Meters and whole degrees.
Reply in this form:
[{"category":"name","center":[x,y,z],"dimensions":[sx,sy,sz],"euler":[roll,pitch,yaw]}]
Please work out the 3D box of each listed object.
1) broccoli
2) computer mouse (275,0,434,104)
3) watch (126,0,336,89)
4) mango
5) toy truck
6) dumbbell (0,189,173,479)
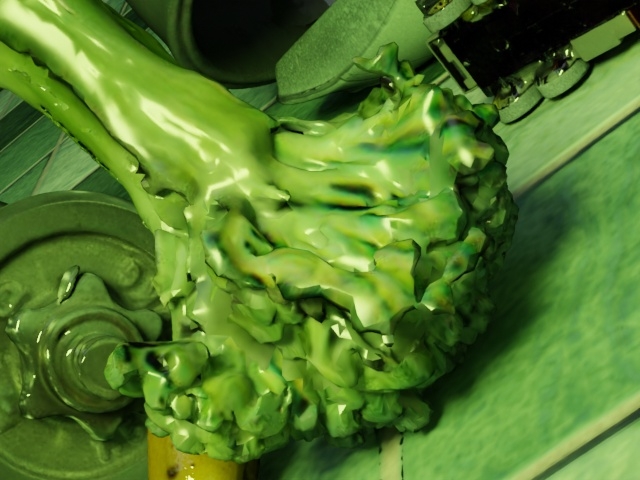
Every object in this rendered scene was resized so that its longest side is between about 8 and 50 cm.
[{"category":"broccoli","center":[-0.056,-0.003,0.724],"dimensions":[0.177,0.275,0.198],"euler":[120,169,-70]},{"category":"computer mouse","center":[0.045,-0.144,1.141],"dimensions":[0.113,0.068,0.229],"euler":[-31,-5,-38]},{"category":"watch","center":[-0.007,-0.277,1.232],"dimensions":[0.335,0.314,0.327],"euler":[-7,-38,-54]},{"category":"mango","center":[-0.057,0.105,0.776],"dimensions":[0.079,0.057,0.114],"euler":[97,178,-46]},{"category":"toy truck","center":[0.140,-0.143,0.907],"dimensions":[0.192,0.083,0.092],"euler":[-27,18,42]},{"category":"dumbbell","center":[-0.188,0.059,0.986],"dimensions":[0.179,0.179,0.406],"euler":[-48,19,-16]}]
